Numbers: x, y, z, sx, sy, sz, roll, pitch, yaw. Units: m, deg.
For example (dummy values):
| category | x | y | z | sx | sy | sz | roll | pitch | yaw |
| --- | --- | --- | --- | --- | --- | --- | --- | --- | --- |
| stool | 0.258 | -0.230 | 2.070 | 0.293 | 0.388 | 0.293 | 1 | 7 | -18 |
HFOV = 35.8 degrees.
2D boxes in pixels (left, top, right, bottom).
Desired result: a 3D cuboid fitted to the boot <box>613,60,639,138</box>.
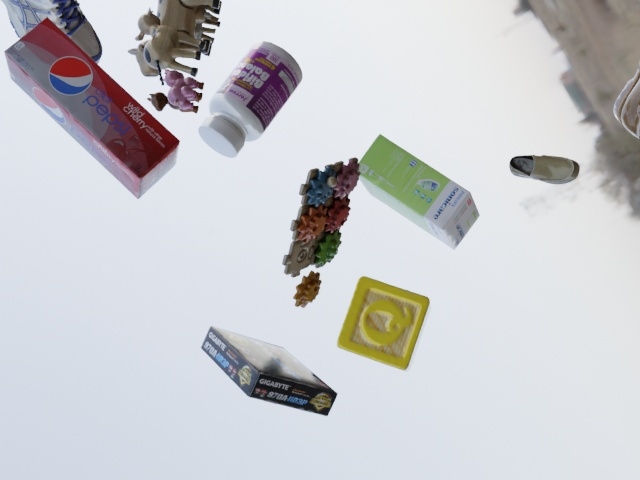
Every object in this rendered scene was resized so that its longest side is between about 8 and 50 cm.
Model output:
| category | x | y | z | sx | sy | sz | roll | pitch | yaw |
| --- | --- | --- | --- | --- | --- | --- | --- | --- | --- |
| boot | 0.695 | -0.342 | 1.980 | 0.112 | 0.305 | 0.115 | 7 | -146 | -12 |

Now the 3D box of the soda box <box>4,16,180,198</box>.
| category | x | y | z | sx | sy | sz | roll | pitch | yaw |
| --- | --- | --- | --- | --- | --- | --- | --- | --- | --- |
| soda box | -0.321 | -0.186 | 1.396 | 0.263 | 0.083 | 0.092 | 43 | 160 | 3 |

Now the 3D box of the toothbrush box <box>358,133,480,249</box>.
| category | x | y | z | sx | sy | sz | roll | pitch | yaw |
| --- | --- | --- | --- | --- | --- | --- | --- | --- | --- |
| toothbrush box | 0.243 | -0.119 | 2.488 | 0.283 | 0.122 | 0.206 | 37 | 177 | 22 |

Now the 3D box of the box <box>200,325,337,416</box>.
| category | x | y | z | sx | sy | sz | roll | pitch | yaw |
| --- | --- | --- | --- | --- | --- | --- | --- | --- | --- |
| box | -0.096 | 0.236 | 1.792 | 0.175 | 0.051 | 0.220 | 21 | -174 | -33 |

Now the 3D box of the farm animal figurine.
| category | x | y | z | sx | sy | sz | roll | pitch | yaw |
| --- | --- | --- | --- | --- | --- | --- | --- | --- | --- |
| farm animal figurine | -0.323 | -0.431 | 2.128 | 0.330 | 0.172 | 0.327 | 121 | 162 | -75 |

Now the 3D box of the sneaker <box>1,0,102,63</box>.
| category | x | y | z | sx | sy | sz | roll | pitch | yaw |
| --- | --- | --- | --- | --- | --- | --- | --- | --- | --- |
| sneaker | -0.448 | -0.394 | 1.605 | 0.296 | 0.130 | 0.112 | 48 | -128 | -35 |

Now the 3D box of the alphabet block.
| category | x | y | z | sx | sy | sz | roll | pitch | yaw |
| --- | --- | --- | --- | --- | --- | --- | --- | --- | --- |
| alphabet block | 0.164 | 0.213 | 2.499 | 0.197 | 0.192 | 0.194 | 47 | -120 | -78 |

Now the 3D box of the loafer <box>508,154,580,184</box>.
| category | x | y | z | sx | sy | sz | roll | pitch | yaw |
| --- | --- | --- | --- | --- | --- | --- | --- | --- | --- |
| loafer | 0.439 | -0.142 | 1.966 | 0.050 | 0.148 | 0.056 | 8 | -93 | -57 |

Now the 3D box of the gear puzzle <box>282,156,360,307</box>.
| category | x | y | z | sx | sy | sz | roll | pitch | yaw |
| --- | --- | --- | --- | --- | --- | --- | --- | --- | --- |
| gear puzzle | 0.000 | 0.000 | 2.015 | 0.044 | 0.339 | 0.175 | 30 | -150 | 29 |

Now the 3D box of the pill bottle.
| category | x | y | z | sx | sy | sz | roll | pitch | yaw |
| --- | --- | --- | --- | --- | --- | --- | --- | --- | --- |
| pill bottle | -0.192 | -0.372 | 2.640 | 0.169 | 0.169 | 0.302 | 46 | -113 | -30 |
